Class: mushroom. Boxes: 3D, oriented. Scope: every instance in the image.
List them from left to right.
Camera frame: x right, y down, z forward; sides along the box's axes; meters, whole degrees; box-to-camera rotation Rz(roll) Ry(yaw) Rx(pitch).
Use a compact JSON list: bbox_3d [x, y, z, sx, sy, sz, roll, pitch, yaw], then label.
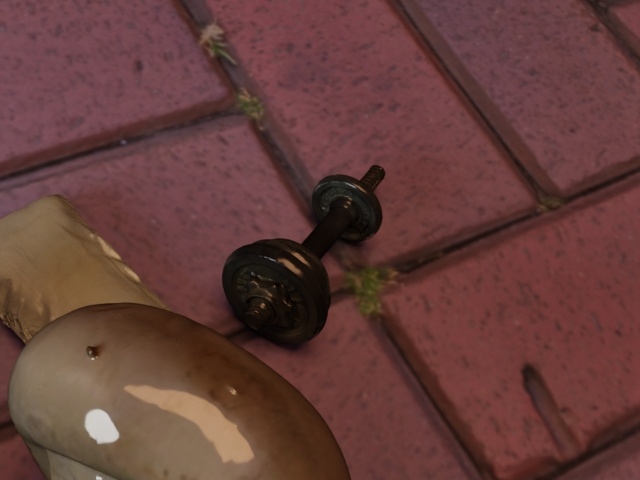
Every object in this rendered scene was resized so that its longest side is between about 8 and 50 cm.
[{"bbox_3d":[-0.138,0.207,0.863,0.292,0.292,0.290,35,62,11],"label":"mushroom"}]

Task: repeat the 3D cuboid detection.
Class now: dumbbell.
[{"bbox_3d":[0.000,0.000,1.155,0.110,0.110,0.254,32,48,9],"label":"dumbbell"}]

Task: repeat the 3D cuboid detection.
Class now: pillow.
[{"bbox_3d":[-0.222,0.055,1.087,0.128,0.051,0.229,-39,71,-25],"label":"pillow"}]
